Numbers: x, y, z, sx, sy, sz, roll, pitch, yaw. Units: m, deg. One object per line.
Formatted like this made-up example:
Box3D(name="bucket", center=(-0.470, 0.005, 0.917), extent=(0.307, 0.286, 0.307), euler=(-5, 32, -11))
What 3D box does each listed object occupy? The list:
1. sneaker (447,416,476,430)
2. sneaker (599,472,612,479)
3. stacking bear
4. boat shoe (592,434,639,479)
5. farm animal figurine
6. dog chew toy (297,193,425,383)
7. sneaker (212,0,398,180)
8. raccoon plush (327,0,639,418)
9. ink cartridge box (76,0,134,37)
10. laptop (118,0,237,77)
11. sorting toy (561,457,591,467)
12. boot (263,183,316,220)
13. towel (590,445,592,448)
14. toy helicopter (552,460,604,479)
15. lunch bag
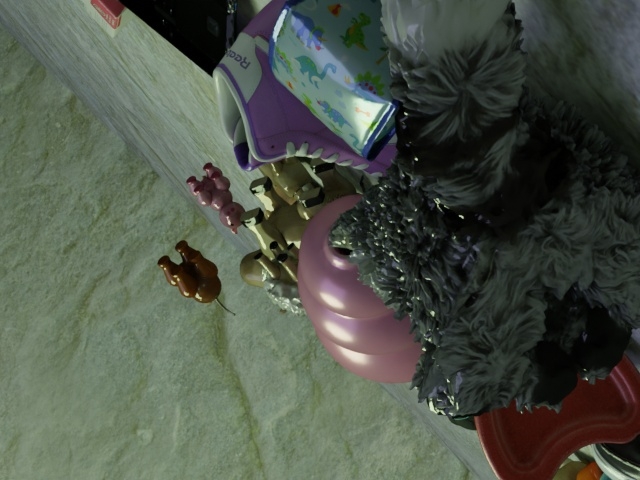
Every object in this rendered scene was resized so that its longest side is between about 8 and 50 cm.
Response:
Box3D(name="sneaker", center=(0.240, 0.208, 1.721), extent=(0.106, 0.101, 0.267), euler=(30, 156, 22))
Box3D(name="sneaker", center=(0.461, 0.341, 1.348), extent=(0.319, 0.127, 0.208), euler=(34, -179, 23))
Box3D(name="stacking bear", center=(0.230, 0.148, 1.370), extent=(0.164, 0.175, 0.289), euler=(63, -179, -1))
Box3D(name="boat shoe", center=(0.370, 0.224, 1.238), extent=(0.228, 0.080, 0.076), euler=(22, 149, 44))
Box3D(name="farm animal figurine", center=(-0.047, -0.017, 1.711), extent=(0.326, 0.330, 0.172), euler=(-4, 135, 41))
Box3D(name="dog chew toy", center=(0.066, 0.044, 1.376), extent=(0.206, 0.206, 0.332), euler=(42, 179, 21))
Box3D(name="sneaker", center=(-0.005, -0.106, 1.225), extent=(0.282, 0.161, 0.102), euler=(49, 170, -36))
Box3D(name="raccoon plush", center=(0.105, -0.082, 0.935), extent=(0.299, 0.216, 0.446), euler=(-128, 22, -48))
Box3D(name="ink cartridge box", center=(-0.318, -0.385, 1.619), extent=(0.218, 0.092, 0.158), euler=(44, 172, -9))
Box3D(name="laptop", center=(-0.131, -0.288, 1.457), extent=(0.234, 0.136, 0.264), euler=(40, 145, 27))
Box3D(name="sorting toy", center=(0.467, 0.407, 1.923), extent=(0.208, 0.038, 0.193), euler=(42, 173, -15))
Box3D(name="boot", center=(0.000, 0.000, 1.975), extent=(0.207, 0.090, 0.248), euler=(44, 169, 19))
Box3D(name="towel", center=(0.423, 0.322, 1.637), extent=(0.197, 0.029, 0.144), euler=(46, -173, -9))
Box3D(name="toy helicopter", center=(0.436, 0.456, 1.676), extent=(0.355, 0.140, 0.235), euler=(55, -158, 16))
Box3D(name="lunch bag", center=(0.023, -0.144, 1.053), extent=(0.129, 0.096, 0.151), euler=(44, 152, 6))
